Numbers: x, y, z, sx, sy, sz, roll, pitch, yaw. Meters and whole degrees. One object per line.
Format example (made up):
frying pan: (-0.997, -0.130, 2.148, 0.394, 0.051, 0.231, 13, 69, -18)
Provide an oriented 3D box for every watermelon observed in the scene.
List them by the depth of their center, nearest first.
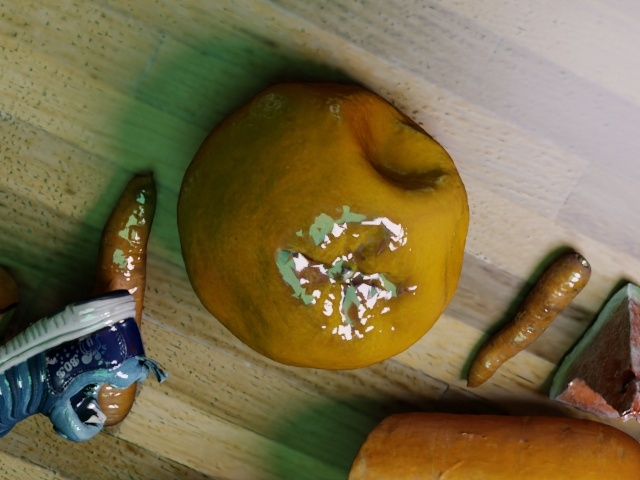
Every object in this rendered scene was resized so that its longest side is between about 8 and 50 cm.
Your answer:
watermelon: (0.289, 0.109, 1.484, 0.098, 0.158, 0.121, 26, 85, -12)

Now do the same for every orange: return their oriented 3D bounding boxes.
orange: (0.000, 0.000, 1.390, 0.249, 0.183, 0.249, -1, 114, -2)

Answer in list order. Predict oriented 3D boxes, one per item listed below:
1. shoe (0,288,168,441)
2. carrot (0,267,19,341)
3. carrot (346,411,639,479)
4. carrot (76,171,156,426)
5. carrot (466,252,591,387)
shoe: (-0.225, 0.124, 1.440, 0.207, 0.091, 0.106, -30, 85, 24)
carrot: (-0.347, 0.135, 1.498, 0.102, 0.102, 0.263, 20, 115, -10)
carrot: (0.202, 0.253, 1.497, 0.331, 0.214, 0.193, 0, 73, 15)
carrot: (-0.178, 0.054, 1.485, 0.059, 0.059, 0.247, 9, 112, -5)
carrot: (0.184, 0.074, 1.512, 0.036, 0.035, 0.165, 32, 113, -15)
